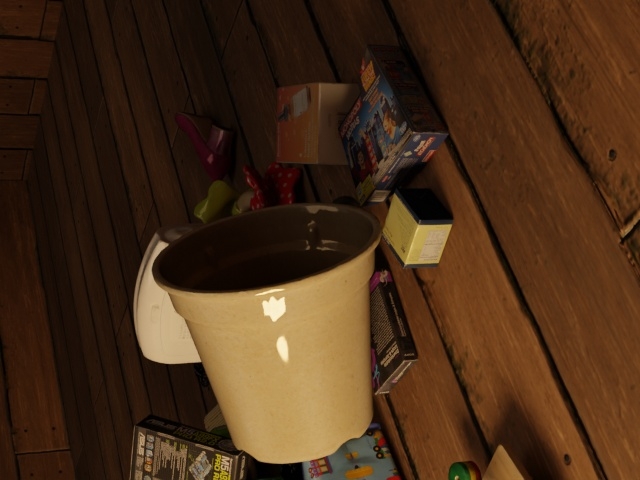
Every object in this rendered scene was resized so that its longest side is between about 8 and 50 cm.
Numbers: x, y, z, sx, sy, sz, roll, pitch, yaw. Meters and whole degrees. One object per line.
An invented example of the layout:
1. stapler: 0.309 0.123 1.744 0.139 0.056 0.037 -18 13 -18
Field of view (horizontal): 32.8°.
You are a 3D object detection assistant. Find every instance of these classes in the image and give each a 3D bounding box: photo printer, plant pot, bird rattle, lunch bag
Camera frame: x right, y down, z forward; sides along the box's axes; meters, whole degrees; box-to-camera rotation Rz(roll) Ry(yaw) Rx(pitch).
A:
1. photo printer: -0.172 0.091 1.898 0.107 0.307 0.256 -129 44 -52
2. plant pot: -0.051 0.143 1.605 0.334 0.334 0.305 31 136 61
3. bird rattle: -0.108 -0.038 2.033 0.253 0.143 0.207 -9 94 52
4. lunch bag: 0.041 0.461 1.693 0.293 0.138 0.221 104 150 -49

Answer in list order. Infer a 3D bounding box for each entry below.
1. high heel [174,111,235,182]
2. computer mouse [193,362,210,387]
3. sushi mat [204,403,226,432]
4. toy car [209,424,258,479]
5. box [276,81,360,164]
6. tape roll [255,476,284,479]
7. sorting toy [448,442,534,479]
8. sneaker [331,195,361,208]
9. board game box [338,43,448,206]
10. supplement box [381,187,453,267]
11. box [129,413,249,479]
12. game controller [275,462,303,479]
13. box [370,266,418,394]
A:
1. high heel: -0.259 -0.204 2.340 0.244 0.082 0.117 27 106 48
2. computer mouse: -0.229 0.182 2.315 0.188 0.072 0.272 10 112 64
3. sushi mat: -0.183 0.395 2.273 0.316 0.019 0.151 131 133 -55
4. toy car: -0.228 0.469 2.138 0.149 0.188 0.155 0 103 65
5. box: 0.001 -0.188 1.773 0.170 0.091 0.130 -171 81 -64
6. tape roll: -0.066 0.590 1.962 0.321 0.077 0.321 178 90 -65
7. sorting toy: 0.249 0.343 1.316 0.274 0.046 0.132 -120 38 -47
8. sneaker: 0.000 0.000 1.793 0.132 0.086 0.229 -118 36 -48
9. board game box: 0.097 -0.181 1.605 0.194 0.060 0.194 126 137 -52
10. supplement box: 0.135 -0.018 1.532 0.083 0.056 0.083 -121 39 -48
11. box: -0.254 0.484 2.047 0.060 0.216 0.270 -34 -46 -66
12. game controller: -0.023 0.278 1.864 0.166 0.067 0.319 -151 63 -67
13. box: 0.094 0.139 1.660 0.116 0.029 0.162 122 141 -51
